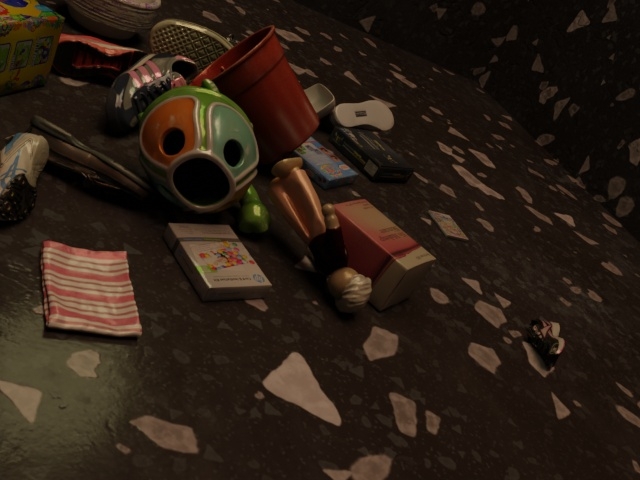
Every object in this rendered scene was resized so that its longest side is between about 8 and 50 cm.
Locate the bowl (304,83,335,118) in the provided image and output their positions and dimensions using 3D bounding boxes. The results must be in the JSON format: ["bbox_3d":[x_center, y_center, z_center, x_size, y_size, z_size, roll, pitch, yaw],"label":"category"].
[{"bbox_3d":[-0.025,-0.431,2.185,0.142,0.142,0.053,55,-4,46],"label":"bowl"}]

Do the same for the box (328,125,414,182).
[{"bbox_3d":[0.163,-0.275,2.160,0.183,0.059,0.232,-2,41,-47],"label":"box"}]

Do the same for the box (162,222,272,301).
[{"bbox_3d":[-0.200,0.039,1.303,0.145,0.038,0.186,1,40,-43],"label":"box"}]

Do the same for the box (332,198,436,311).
[{"bbox_3d":[0.117,0.027,1.533,0.232,0.126,0.149,41,29,21],"label":"box"}]

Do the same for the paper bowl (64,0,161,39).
[{"bbox_3d":[-0.631,-0.704,2.011,0.284,0.148,0.284,23,27,-13],"label":"paper bowl"}]

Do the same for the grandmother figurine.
[{"bbox_3d":[0.000,0.000,1.429,0.104,0.208,0.342,-26,72,-10],"label":"grandmother figurine"}]

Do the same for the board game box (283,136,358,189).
[{"bbox_3d":[-0.014,-0.230,1.933,0.211,0.039,0.160,40,29,20],"label":"board game box"}]

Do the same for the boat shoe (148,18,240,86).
[{"bbox_3d":[-0.281,-0.509,2.002,0.500,0.186,0.156,15,25,-36],"label":"boat shoe"}]

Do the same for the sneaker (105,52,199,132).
[{"bbox_3d":[-0.397,-0.363,1.618,0.131,0.112,0.319,4,42,14],"label":"sneaker"}]

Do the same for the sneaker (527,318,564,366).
[{"bbox_3d":[0.545,0.247,1.664,0.077,0.071,0.178,20,18,6],"label":"sneaker"}]

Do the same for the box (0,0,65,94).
[{"bbox_3d":[-0.763,-0.453,1.431,0.290,0.177,0.279,32,28,3],"label":"box"}]

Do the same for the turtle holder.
[{"bbox_3d":[-0.243,-0.148,1.404,0.244,0.320,0.227,-11,37,-6],"label":"turtle holder"}]

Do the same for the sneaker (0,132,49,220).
[{"bbox_3d":[-0.542,-0.111,1.190,0.086,0.085,0.237,-3,38,-5],"label":"sneaker"}]

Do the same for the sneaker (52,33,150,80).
[{"bbox_3d":[-0.543,-0.474,1.749,0.314,0.115,0.136,9,30,-38],"label":"sneaker"}]

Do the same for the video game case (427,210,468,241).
[{"bbox_3d":[0.383,-0.044,2.039,0.087,0.011,0.122,11,33,-32],"label":"video game case"}]

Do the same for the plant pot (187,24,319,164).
[{"bbox_3d":[-0.154,-0.355,1.726,0.265,0.272,0.272,53,19,-24],"label":"plant pot"}]

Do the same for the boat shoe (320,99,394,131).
[{"bbox_3d":[0.125,-0.407,2.299,0.301,0.102,0.108,-14,89,-44],"label":"boat shoe"}]

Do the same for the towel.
[{"bbox_3d":[-0.369,0.075,1.085,0.144,0.029,0.197,10,33,-32],"label":"towel"}]

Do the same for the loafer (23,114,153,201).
[{"bbox_3d":[-0.461,-0.142,1.332,0.268,0.084,0.096,32,-4,-4],"label":"loafer"}]
